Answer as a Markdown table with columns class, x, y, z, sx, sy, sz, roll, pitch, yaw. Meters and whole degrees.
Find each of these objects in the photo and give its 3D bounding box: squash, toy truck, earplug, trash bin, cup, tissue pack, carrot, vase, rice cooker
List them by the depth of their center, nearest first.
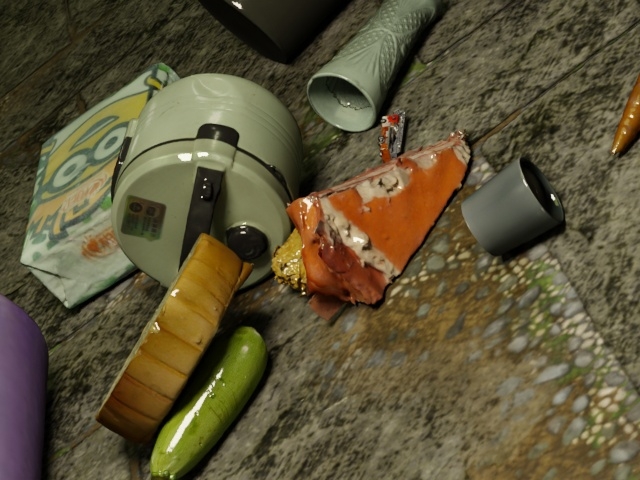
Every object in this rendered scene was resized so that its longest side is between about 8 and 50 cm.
| class | x | y | z | sx | sy | sz | roll | pitch | yaw |
| --- | --- | --- | --- | --- | --- | --- | --- | --- | --- |
| cup | 0.195 | -0.033 | 1.752 | 0.077 | 0.078 | 0.100 | -34 | -6 | 23 |
| carrot | 0.348 | -0.170 | 1.787 | 0.048 | 0.048 | 0.216 | 5 | 56 | 55 |
| squash | -0.119 | 0.174 | 1.840 | 0.066 | 0.066 | 0.201 | -4 | 46 | 50 |
| earplug | -0.405 | 0.258 | 1.949 | 0.215 | 0.215 | 0.456 | -35 | 31 | 11 |
| rice cooker | -0.134 | -0.061 | 2.049 | 0.226 | 0.226 | 0.244 | -28 | 33 | 23 |
| toy truck | 0.085 | -0.125 | 2.070 | 0.032 | 0.024 | 0.083 | -8 | 38 | 12 |
| vase | 0.076 | -0.243 | 2.190 | 0.096 | 0.096 | 0.219 | -9 | 38 | 46 |
| tissue pack | -0.273 | -0.078 | 2.345 | 0.228 | 0.128 | 0.311 | -33 | 27 | 18 |
| trash bin | -0.012 | -0.428 | 2.453 | 0.334 | 0.214 | 0.214 | -53 | 28 | -5 |

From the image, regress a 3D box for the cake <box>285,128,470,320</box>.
| class | x | y | z | sx | sy | sz | roll | pitch | yaw |
| --- | --- | --- | --- | --- | --- | --- | --- | --- | --- |
| cake | 0.065 | -0.047 | 1.898 | 0.287 | 0.135 | 0.098 | -49 | 13 | -35 |

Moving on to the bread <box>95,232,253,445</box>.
| class | x | y | z | sx | sy | sz | roll | pitch | yaw |
| --- | --- | --- | --- | --- | --- | --- | --- | --- | --- |
| bread | -0.158 | 0.108 | 1.889 | 0.236 | 0.070 | 0.236 | -59 | 4 | 6 |

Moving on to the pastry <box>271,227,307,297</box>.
| class | x | y | z | sx | sy | sz | roll | pitch | yaw |
| --- | --- | --- | --- | --- | --- | --- | --- | --- | --- |
| pastry | 0.000 | 0.000 | 1.964 | 0.140 | 0.056 | 0.080 | -43 | 34 | -20 |
